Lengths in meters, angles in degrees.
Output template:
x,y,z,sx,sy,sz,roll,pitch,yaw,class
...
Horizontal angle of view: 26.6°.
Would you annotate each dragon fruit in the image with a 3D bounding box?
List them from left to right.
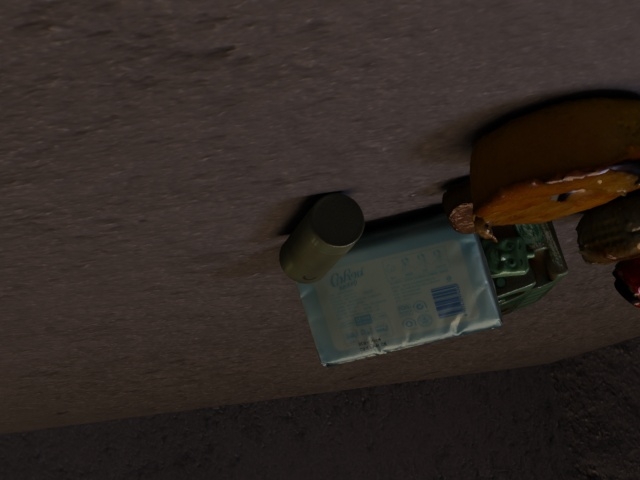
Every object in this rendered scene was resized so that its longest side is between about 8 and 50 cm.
x,y,z,sx,sy,sz,roll,pitch,yaw,class
0.590,0.035,2.278,0.160,0.166,0.172,31,117,-13,dragon fruit

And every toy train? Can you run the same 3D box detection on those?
x,y,z,sx,sy,sz,roll,pitch,yaw,class
0.277,0.042,2.080,0.159,0.129,0.326,-17,168,-5,toy train

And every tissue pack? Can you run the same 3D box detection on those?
x,y,z,sx,sy,sz,roll,pitch,yaw,class
0.107,0.063,1.894,0.263,0.177,0.089,-14,-163,13,tissue pack

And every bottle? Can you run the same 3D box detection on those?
x,y,z,sx,sy,sz,roll,pitch,yaw,class
0.000,0.000,1.730,0.072,0.072,0.201,-9,168,-14,bottle

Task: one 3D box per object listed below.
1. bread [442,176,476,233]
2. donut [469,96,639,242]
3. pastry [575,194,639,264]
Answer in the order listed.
x,y,z,sx,sy,sz,roll,pitch,yaw,class
0.197,-0.051,1.736,0.085,0.053,0.085,-6,148,-4,bread
0.284,-0.080,1.537,0.253,0.118,0.253,-10,166,-3,donut
0.493,-0.023,2.058,0.182,0.093,0.192,-4,170,-36,pastry
